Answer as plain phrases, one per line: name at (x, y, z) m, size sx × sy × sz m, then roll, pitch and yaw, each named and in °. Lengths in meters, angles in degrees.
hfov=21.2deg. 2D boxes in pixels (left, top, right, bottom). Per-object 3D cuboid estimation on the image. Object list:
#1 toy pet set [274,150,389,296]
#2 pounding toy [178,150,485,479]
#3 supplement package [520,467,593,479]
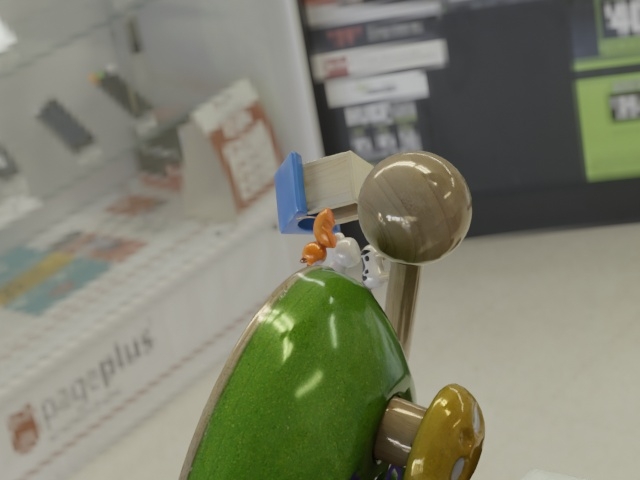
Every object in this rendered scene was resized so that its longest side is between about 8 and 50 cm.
toy pet set at (0.000, 0.000, 1.104) m, size 0.065 × 0.114 × 0.122 m, roll -14°, pitch -20°, yaw 22°
pounding toy at (0.031, 0.095, 0.760) m, size 0.110 × 0.183 × 0.237 m, roll 18°, pitch 52°, yaw 18°
supplement package at (0.160, 0.238, 0.881) m, size 0.203 × 0.149 × 0.194 m, roll 7°, pitch 24°, yaw 33°
